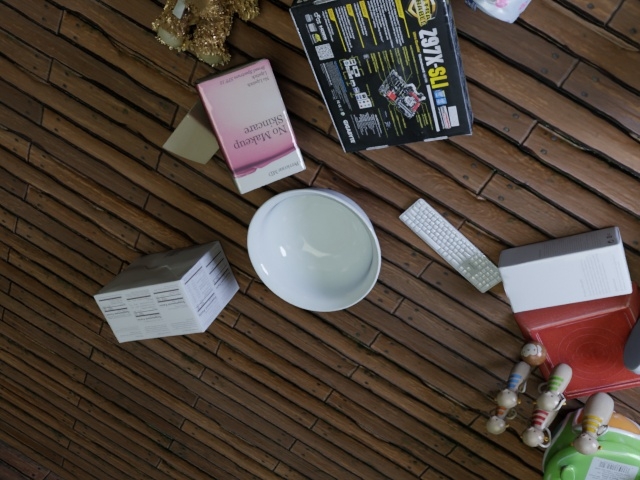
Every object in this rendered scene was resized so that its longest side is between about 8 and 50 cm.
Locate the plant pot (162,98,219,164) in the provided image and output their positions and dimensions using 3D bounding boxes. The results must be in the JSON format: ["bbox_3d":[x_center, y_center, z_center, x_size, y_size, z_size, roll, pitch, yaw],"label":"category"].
[{"bbox_3d":[-0.263,-0.233,1.299,0.096,0.109,0.109,38,124,-18],"label":"plant pot"}]

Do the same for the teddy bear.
[{"bbox_3d":[-0.226,-0.502,1.146,0.245,0.113,0.337,16,130,19],"label":"teddy bear"}]

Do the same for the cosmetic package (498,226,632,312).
[{"bbox_3d":[0.491,0.061,1.201,0.231,0.085,0.117,-12,112,27],"label":"cosmetic package"}]

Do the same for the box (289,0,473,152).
[{"bbox_3d":[0.120,-0.317,1.071,0.257,0.079,0.322,-7,134,21],"label":"box"}]

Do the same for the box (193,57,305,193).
[{"bbox_3d":[-0.144,-0.235,1.204,0.149,0.127,0.232,-23,112,-7],"label":"box"}]

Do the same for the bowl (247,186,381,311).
[{"bbox_3d":[0.000,0.000,1.311,0.298,0.134,0.297,8,119,15],"label":"bowl"}]

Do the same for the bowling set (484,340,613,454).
[{"bbox_3d":[0.452,0.333,1.279,0.287,0.154,0.199,-16,111,48],"label":"bowling set"}]

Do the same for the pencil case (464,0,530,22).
[{"bbox_3d":[0.339,-0.484,0.937,0.124,0.114,0.273,53,126,20],"label":"pencil case"}]

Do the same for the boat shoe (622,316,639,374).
[{"bbox_3d":[0.730,0.121,1.106,0.157,0.136,0.367,20,111,2],"label":"boat shoe"}]

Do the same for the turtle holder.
[{"bbox_3d":[0.629,0.522,1.320,0.243,0.227,0.320,-18,111,26],"label":"turtle holder"}]

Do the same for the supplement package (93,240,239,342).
[{"bbox_3d":[-0.374,0.127,1.473,0.262,0.204,0.145,-10,113,24],"label":"supplement package"}]

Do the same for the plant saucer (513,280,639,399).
[{"bbox_3d":[0.589,0.236,1.284,0.259,0.047,0.259,-21,108,28],"label":"plant saucer"}]

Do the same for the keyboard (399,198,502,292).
[{"bbox_3d":[0.286,0.013,1.288,0.256,0.014,0.072,42,123,-5],"label":"keyboard"}]
